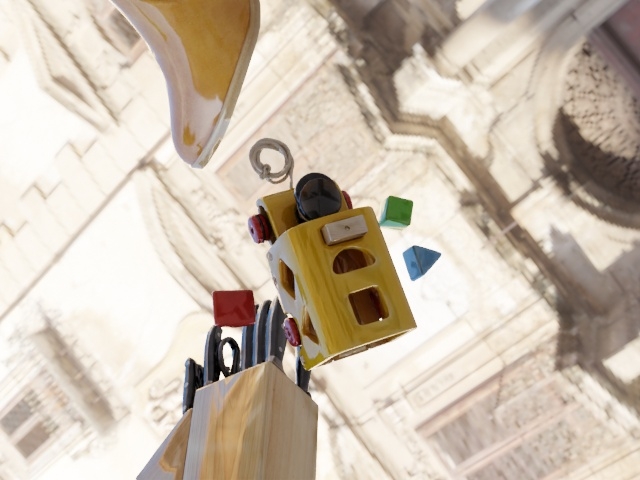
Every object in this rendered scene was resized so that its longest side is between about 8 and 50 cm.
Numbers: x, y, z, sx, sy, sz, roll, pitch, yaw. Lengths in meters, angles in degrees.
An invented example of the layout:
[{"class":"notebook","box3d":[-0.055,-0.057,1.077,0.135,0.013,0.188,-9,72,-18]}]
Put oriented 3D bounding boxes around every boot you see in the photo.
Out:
[{"class":"boot","box3d":[-0.138,-0.189,0.640,0.211,0.295,0.104,8,-146,-13]}]

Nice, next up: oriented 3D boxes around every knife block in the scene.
[{"class":"knife block","box3d":[-0.050,0.179,0.975,0.088,0.242,0.275,45,166,-34]}]

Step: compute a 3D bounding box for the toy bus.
[{"class":"toy bus","box3d":[0.009,0.010,0.885,0.202,0.104,0.191,28,-113,-8]}]
